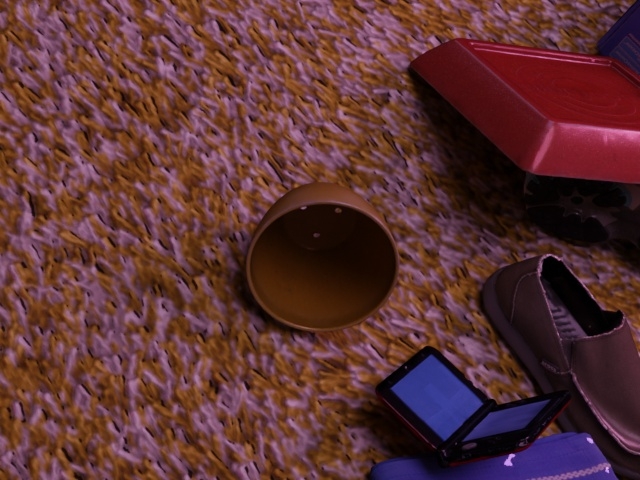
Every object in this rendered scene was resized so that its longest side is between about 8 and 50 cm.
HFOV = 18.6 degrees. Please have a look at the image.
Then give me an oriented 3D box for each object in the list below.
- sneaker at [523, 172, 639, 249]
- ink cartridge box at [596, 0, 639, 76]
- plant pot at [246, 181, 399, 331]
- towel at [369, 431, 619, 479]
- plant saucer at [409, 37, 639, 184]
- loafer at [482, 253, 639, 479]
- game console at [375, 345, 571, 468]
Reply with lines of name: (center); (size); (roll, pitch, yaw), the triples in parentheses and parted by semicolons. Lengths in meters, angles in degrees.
sneaker: (0.342, -0.047, 1.971); (0.283, 0.110, 0.122); (23, 43, -12)
ink cartridge box: (0.484, -0.210, 2.121); (0.270, 0.151, 0.395); (44, 46, 3)
plant pot: (0.000, 0.000, 1.745); (0.134, 0.134, 0.095); (23, 27, -15)
towel: (0.213, 0.281, 1.637); (0.243, 0.040, 0.336); (-3, 35, -30)
plant saucer: (0.256, -0.132, 1.934); (0.258, 0.047, 0.259); (4, 27, -28)
loafer: (0.253, 0.115, 1.827); (0.251, 0.087, 0.094); (49, 49, 7)
game console: (0.137, 0.136, 1.723); (0.144, 0.124, 0.085); (-32, 104, -62)
